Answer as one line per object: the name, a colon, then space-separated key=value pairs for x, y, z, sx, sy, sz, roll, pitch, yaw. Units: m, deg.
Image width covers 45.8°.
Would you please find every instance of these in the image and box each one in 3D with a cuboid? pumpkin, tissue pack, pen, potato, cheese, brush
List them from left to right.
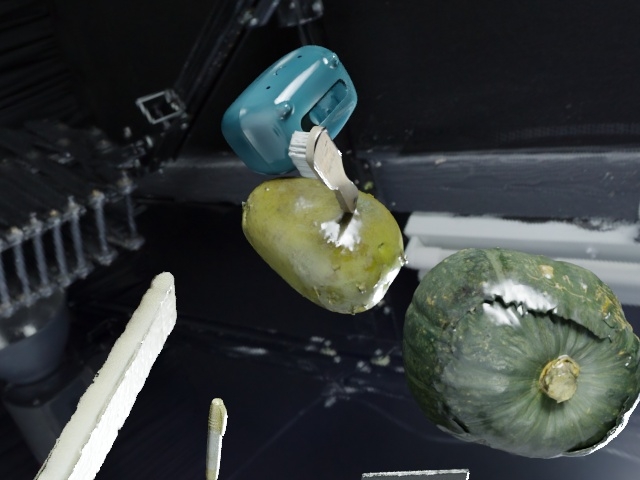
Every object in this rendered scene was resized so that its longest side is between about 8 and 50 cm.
cheese: x=-0.222 y=0.167 z=0.809 sx=0.034 sy=0.400 sz=0.085 roll=9 pitch=-62 yaw=4
pen: x=-0.230 y=0.447 z=1.666 sx=0.040 sy=0.032 sz=0.234 roll=17 pitch=-63 yaw=22
tissue pack: x=-0.054 y=-0.281 z=1.628 sx=0.206 sy=0.287 sz=0.198 roll=-1 pitch=-50 yaw=51
potato: x=0.007 y=-0.012 z=1.594 sx=0.359 sy=0.269 sz=0.219 roll=37 pitch=-41 yaw=24
brush: x=0.009 y=-0.119 z=1.348 sx=0.065 sy=0.070 sz=0.327 roll=12 pitch=-12 yaw=18
pumpkin: x=0.285 y=0.156 z=1.070 sx=0.327 sy=0.257 sz=0.292 roll=2 pitch=-77 yaw=-5

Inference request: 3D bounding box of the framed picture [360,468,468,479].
framed picture: x=0.218 y=0.685 z=1.893 sx=0.264 sy=0.016 sz=0.347 roll=-2 pitch=-53 yaw=-4
